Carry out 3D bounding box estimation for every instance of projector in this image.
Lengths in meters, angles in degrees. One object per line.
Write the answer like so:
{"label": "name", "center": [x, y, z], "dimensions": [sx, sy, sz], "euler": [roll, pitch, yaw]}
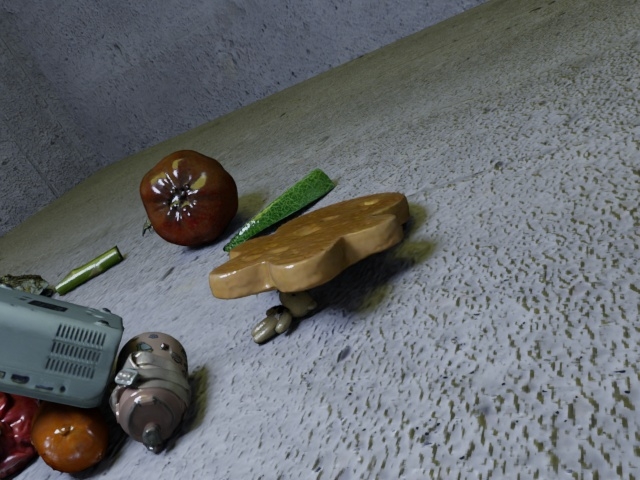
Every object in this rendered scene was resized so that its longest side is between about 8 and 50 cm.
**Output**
{"label": "projector", "center": [-0.367, 0.128, 0.785], "dimensions": [0.250, 0.198, 0.108], "euler": [169, 117, -72]}

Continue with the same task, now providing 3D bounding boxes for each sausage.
{"label": "sausage", "center": [-0.319, 0.238, 0.757], "dimensions": [0.089, 0.089, 0.179], "euler": [-37, 20, -23]}

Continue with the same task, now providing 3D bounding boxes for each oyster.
{"label": "oyster", "center": [-0.778, 0.166, 1.461], "dimensions": [0.199, 0.112, 0.267], "euler": [5, 24, 19]}

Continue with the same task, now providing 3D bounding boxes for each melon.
{"label": "melon", "center": [-0.094, -0.061, 1.210], "dimensions": [0.262, 0.053, 0.114], "euler": [-37, 15, -23]}

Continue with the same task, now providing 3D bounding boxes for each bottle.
{"label": "bottle", "center": [-0.205, 0.180, 0.724], "dimensions": [0.099, 0.098, 0.152], "euler": [-29, 22, -2]}

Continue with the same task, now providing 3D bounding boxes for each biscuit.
{"label": "biscuit", "center": [0.001, 0.003, 0.871], "dimensions": [0.275, 0.052, 0.355], "euler": [-10, 13, 28]}

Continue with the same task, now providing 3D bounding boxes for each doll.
{"label": "doll", "center": [-0.049, 0.104, 0.807], "dimensions": [0.093, 0.051, 0.061], "euler": [-57, 26, 4]}

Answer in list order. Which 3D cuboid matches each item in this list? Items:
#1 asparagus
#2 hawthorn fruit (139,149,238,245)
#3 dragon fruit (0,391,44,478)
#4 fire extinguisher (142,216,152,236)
{"label": "asparagus", "center": [-0.575, 0.076, 1.487], "dimensions": [0.178, 0.045, 0.041], "euler": [-33, -12, -12]}
{"label": "hawthorn fruit", "center": [-0.279, -0.087, 1.323], "dimensions": [0.208, 0.208, 0.248], "euler": [-27, -3, 1]}
{"label": "dragon fruit", "center": [-0.488, 0.245, 0.841], "dimensions": [0.317, 0.152, 0.205], "euler": [-36, 24, -23]}
{"label": "fire extinguisher", "center": [-0.404, -0.068, 1.606], "dimensions": [0.177, 0.050, 0.062], "euler": [-26, 59, 7]}
